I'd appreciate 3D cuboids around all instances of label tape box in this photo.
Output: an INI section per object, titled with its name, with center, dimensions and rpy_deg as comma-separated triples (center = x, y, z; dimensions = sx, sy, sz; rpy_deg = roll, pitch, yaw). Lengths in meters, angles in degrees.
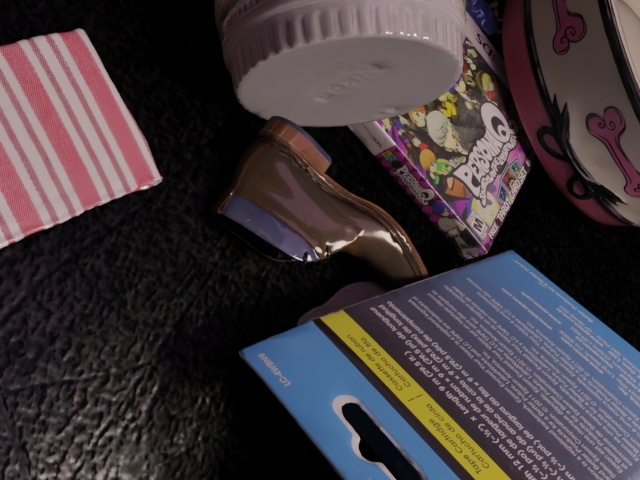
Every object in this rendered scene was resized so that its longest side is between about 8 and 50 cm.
[label tape box]
center = 0.129, 0.155, 0.684
dimensions = 0.347, 0.115, 0.249
rpy_deg = -17, 47, -38

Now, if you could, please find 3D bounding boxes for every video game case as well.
[video game case]
center = 0.153, -0.131, 0.907
dimensions = 0.210, 0.042, 0.232
rpy_deg = 47, 54, -17

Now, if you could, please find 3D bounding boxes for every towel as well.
[towel]
center = -0.229, -0.076, 0.614
dimensions = 0.197, 0.029, 0.144
rpy_deg = -29, 95, -41

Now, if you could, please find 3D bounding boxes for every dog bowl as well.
[dog bowl]
center = 0.376, -0.199, 0.995
dimensions = 0.408, 0.150, 0.408
rpy_deg = 20, 60, -40

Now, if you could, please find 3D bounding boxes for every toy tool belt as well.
[toy tool belt]
center = 0.193, -0.261, 0.969
dimensions = 0.052, 0.051, 0.083
rpy_deg = -37, 100, -38

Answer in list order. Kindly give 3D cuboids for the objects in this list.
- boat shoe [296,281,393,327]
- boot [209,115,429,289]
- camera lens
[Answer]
[boat shoe]
center = 0.024, 0.076, 0.753
dimensions = 0.046, 0.038, 0.125
rpy_deg = 34, 39, 26
[boot]
center = 0.000, 0.000, 0.745
dimensions = 0.219, 0.082, 0.106
rpy_deg = 44, 70, -14
[camera lens]
center = 0.011, -0.264, 0.724
dimensions = 0.219, 0.219, 0.274
rpy_deg = 4, 75, -36
